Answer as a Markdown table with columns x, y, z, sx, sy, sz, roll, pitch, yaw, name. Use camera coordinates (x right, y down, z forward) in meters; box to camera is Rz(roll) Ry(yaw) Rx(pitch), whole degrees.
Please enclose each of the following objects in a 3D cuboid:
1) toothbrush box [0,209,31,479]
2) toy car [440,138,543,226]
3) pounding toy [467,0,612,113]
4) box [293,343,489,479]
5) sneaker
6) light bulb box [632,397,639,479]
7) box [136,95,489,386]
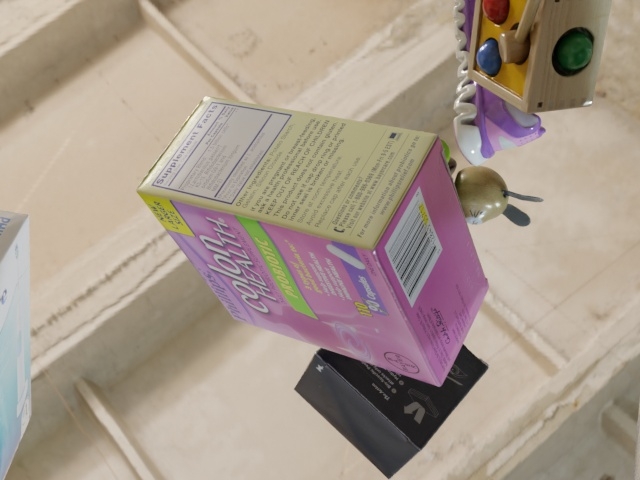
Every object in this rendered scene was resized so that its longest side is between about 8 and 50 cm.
| x | y | z | sx | sy | sz | roll | pitch | yaw | name |
| --- | --- | --- | --- | --- | --- | --- | --- | --- | --- |
| -0.380 | 0.138 | 0.858 | 0.126 | 0.295 | 0.216 | 10 | -146 | -5 | toothbrush box |
| 0.210 | -0.048 | 1.209 | 0.188 | 0.155 | 0.149 | 9 | -108 | 2 | toy car |
| 0.190 | -0.189 | 0.770 | 0.100 | 0.130 | 0.141 | -9 | -149 | -19 | pounding toy |
| 0.082 | 0.161 | 1.007 | 0.156 | 0.093 | 0.158 | 42 | -130 | 11 | box |
| 0.210 | -0.203 | 0.983 | 0.105 | 0.095 | 0.236 | -7 | -107 | 26 | sneaker |
| 0.358 | 0.075 | 0.597 | 0.225 | 0.358 | 0.361 | 10 | -141 | 17 | light bulb box |
| 0.000 | 0.000 | 0.767 | 0.243 | 0.213 | 0.117 | 15 | -119 | 32 | box |
